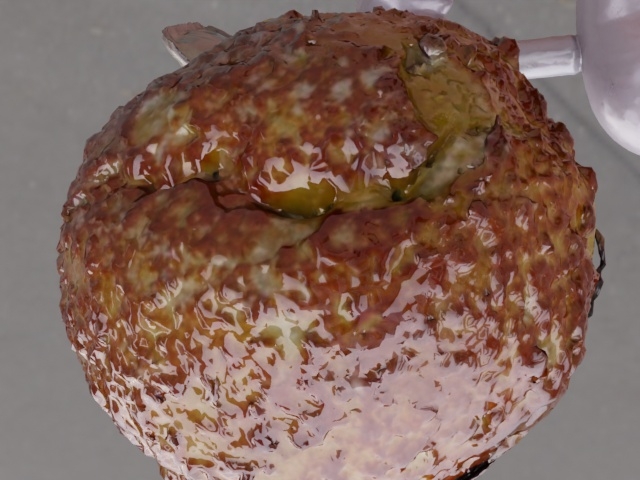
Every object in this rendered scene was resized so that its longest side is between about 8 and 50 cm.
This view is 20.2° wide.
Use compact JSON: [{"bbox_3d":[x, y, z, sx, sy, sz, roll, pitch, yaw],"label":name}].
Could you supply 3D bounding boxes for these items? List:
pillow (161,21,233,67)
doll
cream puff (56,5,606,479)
[{"bbox_3d":[-0.007,-0.060,1.123,0.232,0.038,0.130,42,-163,5],"label":"pillow"},{"bbox_3d":[0.131,-0.120,1.186,0.365,0.160,0.094,-7,171,16],"label":"doll"},{"bbox_3d":[0.001,0.000,0.754,0.240,0.240,0.164,-3,139,18],"label":"cream puff"}]
